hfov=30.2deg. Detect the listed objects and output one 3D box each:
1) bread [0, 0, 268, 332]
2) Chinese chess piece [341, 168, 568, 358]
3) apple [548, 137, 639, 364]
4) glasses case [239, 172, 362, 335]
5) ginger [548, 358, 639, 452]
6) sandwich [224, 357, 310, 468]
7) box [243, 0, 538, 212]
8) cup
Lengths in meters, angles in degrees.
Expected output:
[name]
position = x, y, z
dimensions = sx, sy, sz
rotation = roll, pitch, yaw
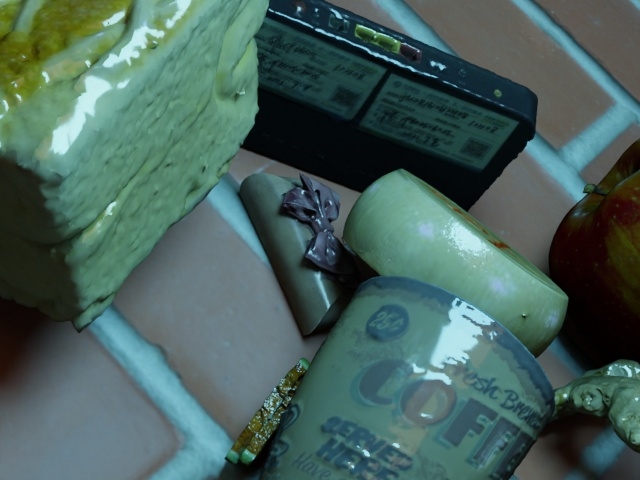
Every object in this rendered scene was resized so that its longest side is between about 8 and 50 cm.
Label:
[bread]
position = -0.275, -0.167, 1.091
dimensions = 0.371, 0.279, 0.390
rotation = 22, 50, 17
[Chinese chess piece]
position = 0.141, 0.027, 1.239
dimensions = 0.251, 0.097, 0.251
rotation = 36, 8, -6
[apple]
position = 0.424, 0.022, 1.347
dimensions = 0.317, 0.288, 0.288
rotation = 36, 50, -3
[glasses case]
position = 0.000, 0.000, 1.289
dimensions = 0.103, 0.070, 0.193
rotation = -10, 64, -32
[ginger]
position = 0.322, 0.163, 1.221
dimensions = 0.149, 0.259, 0.065
rotation = -23, 97, -28
[sandwich]
position = -0.047, 0.172, 1.151
dimensions = 0.029, 0.067, 0.135
rotation = 36, 55, 5
[box]
position = 0.046, -0.147, 1.320
dimensions = 0.350, 0.211, 0.058
rotation = 21, 50, -13
[cup]
position = 0.079, 0.225, 1.119
dimensions = 0.257, 0.227, 0.301
rotation = -51, 118, -24
